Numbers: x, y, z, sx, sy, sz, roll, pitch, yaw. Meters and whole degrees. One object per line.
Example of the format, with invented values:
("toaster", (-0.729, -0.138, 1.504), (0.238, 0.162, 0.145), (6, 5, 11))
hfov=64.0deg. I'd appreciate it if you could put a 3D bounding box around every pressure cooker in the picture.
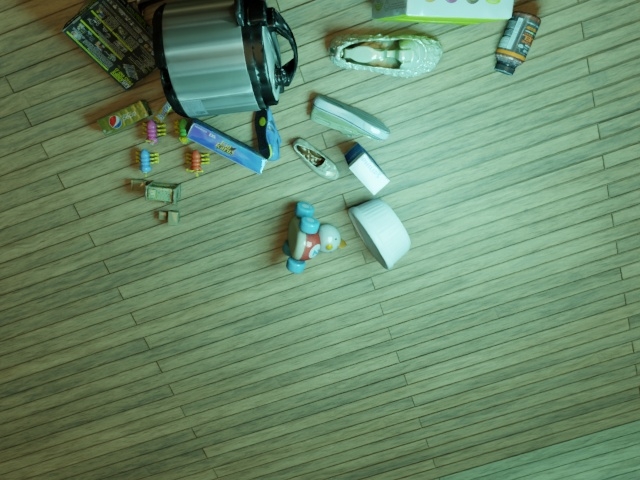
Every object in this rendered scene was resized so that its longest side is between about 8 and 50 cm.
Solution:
("pressure cooker", (-0.282, -0.591, 1.653), (0.420, 0.370, 0.376), (-6, 113, 4))

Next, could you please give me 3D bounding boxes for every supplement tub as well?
("supplement tub", (0.679, -0.683, 1.787), (0.106, 0.106, 0.198), (17, 109, -7))

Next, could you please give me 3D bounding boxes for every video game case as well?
("video game case", (-0.333, -0.335, 1.780), (0.269, 0.244, 0.061), (26, 99, -23))

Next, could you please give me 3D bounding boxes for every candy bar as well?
("candy bar", (-0.542, -0.489, 1.840), (0.040, 0.018, 0.161), (36, 79, -15))

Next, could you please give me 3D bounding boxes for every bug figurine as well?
("bug figurine", (-0.557, -0.339, 1.890), (0.278, 0.072, 0.216), (0, 109, -1))

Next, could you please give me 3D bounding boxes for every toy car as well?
("toy car", (0.000, 0.000, 1.970), (0.237, 0.210, 0.219), (9, 120, -18))

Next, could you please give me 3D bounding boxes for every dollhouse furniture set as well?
("dollhouse furniture set", (-0.634, -0.137, 1.943), (0.181, 0.101, 0.161), (6, 109, -4))

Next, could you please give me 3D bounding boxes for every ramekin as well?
("ramekin", (0.227, -0.036, 1.927), (0.127, 0.273, 0.273), (-34, 107, -3))

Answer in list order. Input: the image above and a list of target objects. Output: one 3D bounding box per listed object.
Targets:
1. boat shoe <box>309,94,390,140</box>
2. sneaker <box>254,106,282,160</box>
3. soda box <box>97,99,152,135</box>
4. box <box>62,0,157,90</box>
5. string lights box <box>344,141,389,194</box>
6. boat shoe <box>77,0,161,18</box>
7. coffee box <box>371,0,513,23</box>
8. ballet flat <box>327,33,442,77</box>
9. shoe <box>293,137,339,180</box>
("boat shoe", (0.106, -0.431, 1.872), (0.302, 0.109, 0.094), (26, 122, -1))
("sneaker", (-0.188, -0.398, 1.892), (0.069, 0.082, 0.209), (-2, 97, 40))
("soda box", (-0.707, -0.445, 1.855), (0.181, 0.058, 0.061), (-23, 108, 6))
("box", (-0.670, -0.663, 1.706), (0.216, 0.060, 0.270), (-29, 133, 19))
("string lights box", (0.161, -0.264, 1.837), (0.076, 0.260, 0.133), (-41, 105, 12))
("boat shoe", (-0.642, -0.784, 1.700), (0.355, 0.132, 0.130), (-28, 108, 9))
("coffee box", (0.370, -0.848, 1.569), (0.337, 0.338, 0.335), (-3, 111, -12))
("ballet flat", (0.230, -0.638, 1.776), (0.408, 0.147, 0.147), (0, 109, -2))
("shoe", (-0.017, -0.298, 1.926), (0.219, 0.058, 0.076), (38, 104, -13))
